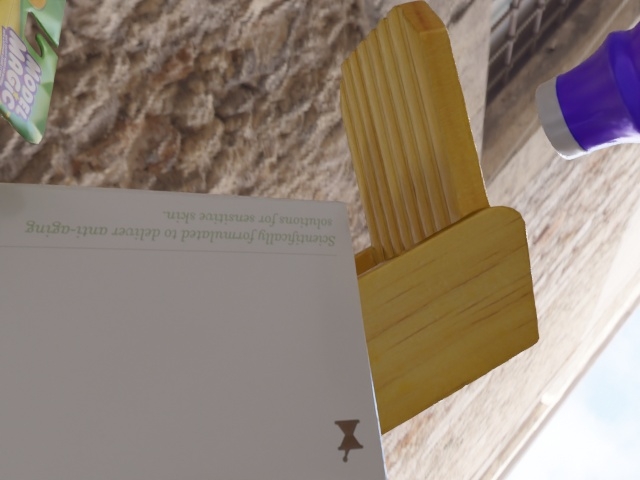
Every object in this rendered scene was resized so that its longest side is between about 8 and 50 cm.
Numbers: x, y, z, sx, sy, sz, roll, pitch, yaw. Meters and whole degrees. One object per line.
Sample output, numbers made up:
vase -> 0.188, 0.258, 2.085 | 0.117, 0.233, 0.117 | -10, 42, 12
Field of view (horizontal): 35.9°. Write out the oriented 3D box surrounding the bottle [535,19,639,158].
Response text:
bottle -> 0.296, -0.139, 0.716 | 0.282, 0.092, 0.118 | -21, -115, 35

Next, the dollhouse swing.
dollhouse swing -> 0.000, 0.000, 0.924 | 0.315, 0.347, 0.305 | -28, -88, -12

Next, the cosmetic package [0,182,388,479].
cosmetic package -> -0.141, 0.101, 0.578 | 0.197, 0.365, 0.155 | 3, -110, -30

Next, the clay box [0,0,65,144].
clay box -> -0.186, -0.131, 0.360 | 0.053, 0.222, 0.127 | -24, -136, 19
